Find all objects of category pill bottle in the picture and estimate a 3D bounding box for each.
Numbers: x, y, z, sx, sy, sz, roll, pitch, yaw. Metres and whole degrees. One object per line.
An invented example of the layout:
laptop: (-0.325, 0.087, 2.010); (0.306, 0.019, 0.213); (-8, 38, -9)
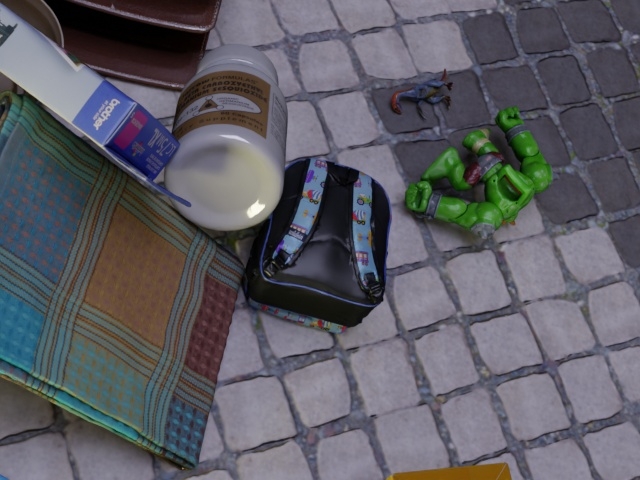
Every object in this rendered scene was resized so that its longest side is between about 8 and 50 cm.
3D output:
pill bottle: (-0.103, -0.126, 1.503); (0.131, 0.131, 0.229); (16, 35, -11)

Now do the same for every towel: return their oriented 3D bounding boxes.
towel: (-0.224, 0.048, 1.348); (0.370, 0.040, 0.271); (38, 53, -39)

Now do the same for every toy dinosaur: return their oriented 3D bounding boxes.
toy dinosaur: (0.130, -0.188, 1.710); (0.082, 0.047, 0.090); (2, 31, -8)

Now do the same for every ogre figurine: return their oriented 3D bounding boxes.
ogre figurine: (0.208, -0.075, 1.637); (0.118, 0.097, 0.197); (44, 48, 19)

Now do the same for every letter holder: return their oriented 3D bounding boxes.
letter holder: (-0.262, -0.328, 1.574); (0.302, 0.152, 0.214); (16, 63, -10)

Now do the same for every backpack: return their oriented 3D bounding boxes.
backpack: (0.000, 0.000, 1.516); (0.158, 0.117, 0.173); (14, 62, -11)

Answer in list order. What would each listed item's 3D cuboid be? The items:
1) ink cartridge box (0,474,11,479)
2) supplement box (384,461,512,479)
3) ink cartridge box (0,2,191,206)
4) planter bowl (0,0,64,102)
ink cartridge box: (-0.329, 0.327, 1.276); (0.104, 0.060, 0.180); (31, 59, -3)
supplement box: (0.116, 0.349, 1.336); (0.129, 0.194, 0.191); (-2, 65, -19)
ink cartridge box: (-0.255, -0.153, 1.317); (0.311, 0.186, 0.065); (39, 88, 11)
planter bowl: (-0.378, -0.200, 1.494); (0.162, 0.109, 0.162); (7, 62, -14)
